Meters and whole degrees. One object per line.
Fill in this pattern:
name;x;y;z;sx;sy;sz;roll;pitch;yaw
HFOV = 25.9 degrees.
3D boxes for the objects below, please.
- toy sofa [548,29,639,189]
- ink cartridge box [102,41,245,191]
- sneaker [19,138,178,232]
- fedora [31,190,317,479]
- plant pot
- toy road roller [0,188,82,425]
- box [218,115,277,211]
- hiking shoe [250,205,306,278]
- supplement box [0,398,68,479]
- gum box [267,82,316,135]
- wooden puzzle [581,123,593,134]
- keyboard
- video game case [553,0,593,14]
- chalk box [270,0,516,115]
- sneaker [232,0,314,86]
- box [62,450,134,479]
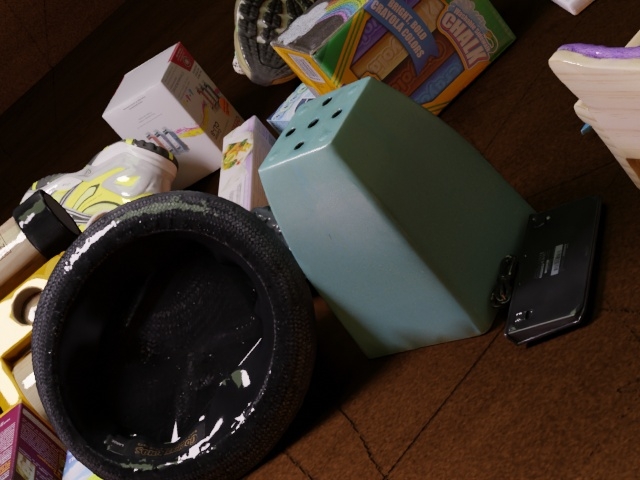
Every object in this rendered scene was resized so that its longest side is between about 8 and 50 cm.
toy sofa;0.370;-0.138;1.150;0.150;0.177;0.362;-48;22;-13
ink cartridge box;-0.227;-0.190;2.195;0.127;0.176;0.128;-26;28;27
sneaker;-0.375;-0.025;2.189;0.384;0.145;0.147;-31;42;43
fedora;-0.139;0.105;1.484;0.334;0.334;0.152;-34;-6;17
plant pot;0.065;-0.033;1.371;0.165;0.234;0.166;-17;32;45
toy road roller;-0.336;0.112;1.864;0.202;0.240;0.329;-40;60;3
box;-0.098;-0.072;1.920;0.063;0.067;0.324;-35;24;16
hiking shoe;0.000;0.000;1.615;0.132;0.113;0.304;-3;-11;-25
supplement box;-0.348;0.284;1.625;0.081;0.104;0.188;-39;23;8
gum box;0.023;-0.213;2.010;0.157;0.041;0.184;-49;24;-16
wooden puzzle;0.329;-0.144;1.439;0.116;0.014;0.078;-20;27;41
keyboard;0.210;0.029;1.305;0.108;0.023;0.180;-19;30;30
video game case;0.358;-0.370;1.785;0.173;0.022;0.190;-39;23;6
chalk box;0.115;-0.280;1.814;0.289;0.179;0.180;-43;22;-6
sneaker;-0.087;-0.338;2.355;0.410;0.158;0.182;-86;17;-57
box;-0.242;0.272;1.558;0.109;0.042;0.178;-35;23;13
